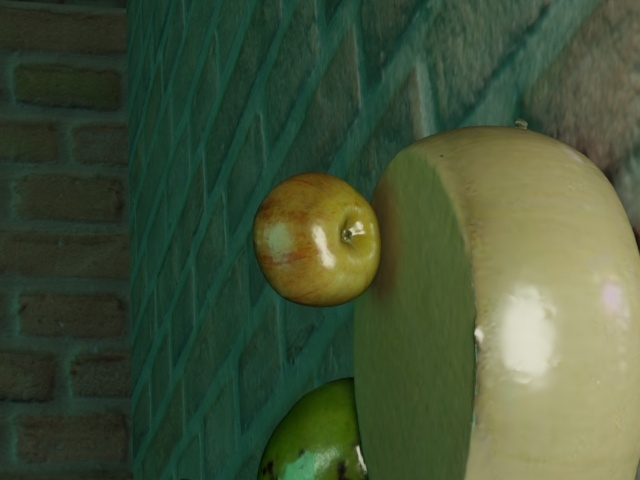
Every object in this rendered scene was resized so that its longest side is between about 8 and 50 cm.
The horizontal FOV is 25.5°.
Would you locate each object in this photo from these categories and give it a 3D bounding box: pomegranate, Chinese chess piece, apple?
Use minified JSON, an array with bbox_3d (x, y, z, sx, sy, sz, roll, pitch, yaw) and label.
[{"bbox_3d":[0.047,0.195,0.995,0.220,0.156,0.156,51,150,19],"label":"pomegranate"},{"bbox_3d":[0.097,0.065,0.835,0.273,0.102,0.273,180,90,-76],"label":"Chinese chess piece"},{"bbox_3d":[0.000,0.000,0.861,0.071,0.084,0.084,-7,80,43],"label":"apple"}]

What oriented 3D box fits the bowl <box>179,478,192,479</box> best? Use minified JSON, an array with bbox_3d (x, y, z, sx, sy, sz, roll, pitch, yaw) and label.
[{"bbox_3d":[-0.067,0.374,1.376,0.289,0.146,0.289,-179,90,-78],"label":"bowl"}]
